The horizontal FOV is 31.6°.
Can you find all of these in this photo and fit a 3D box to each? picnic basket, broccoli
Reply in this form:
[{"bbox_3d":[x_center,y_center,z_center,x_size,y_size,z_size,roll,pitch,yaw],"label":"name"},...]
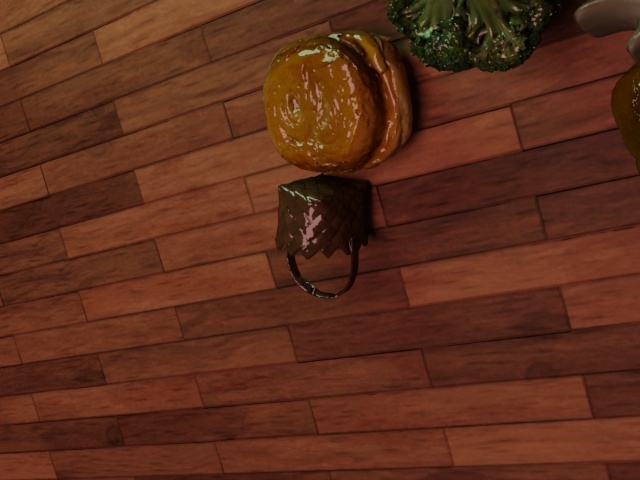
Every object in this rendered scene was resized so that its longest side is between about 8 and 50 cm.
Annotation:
[{"bbox_3d":[0.000,0.000,1.653,0.128,0.138,0.178,20,115,35],"label":"picnic basket"},{"bbox_3d":[0.181,-0.329,1.320,0.270,0.270,0.270,-3,83,27],"label":"broccoli"}]

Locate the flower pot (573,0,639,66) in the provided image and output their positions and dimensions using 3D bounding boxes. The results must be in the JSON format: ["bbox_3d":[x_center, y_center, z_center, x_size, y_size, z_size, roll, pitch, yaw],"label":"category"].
[{"bbox_3d":[0.437,-0.338,1.158,0.254,0.164,0.367,30,101,27],"label":"flower pot"}]

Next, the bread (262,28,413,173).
[{"bbox_3d":[0.017,-0.191,1.591,0.236,0.120,0.198,-2,105,40],"label":"bread"}]

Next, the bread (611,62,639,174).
[{"bbox_3d":[0.460,-0.041,1.286,0.166,0.112,0.383,-27,86,41],"label":"bread"}]
